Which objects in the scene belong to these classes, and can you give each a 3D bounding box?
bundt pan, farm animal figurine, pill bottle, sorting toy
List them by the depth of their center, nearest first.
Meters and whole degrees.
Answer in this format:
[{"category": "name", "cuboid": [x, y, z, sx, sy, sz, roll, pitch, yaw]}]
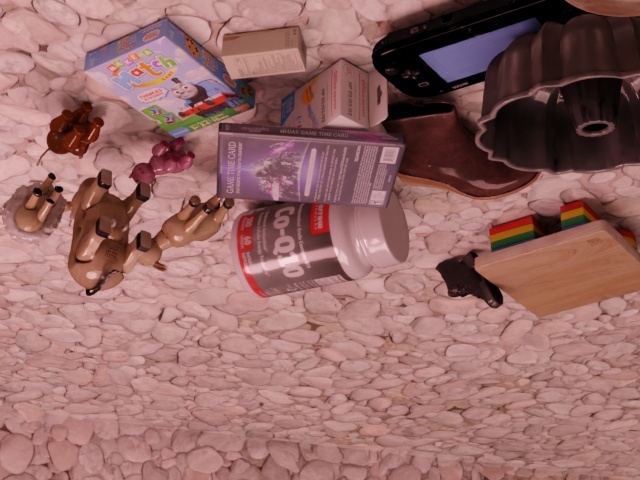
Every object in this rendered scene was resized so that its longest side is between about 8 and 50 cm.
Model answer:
[{"category": "bundt pan", "cuboid": [0.371, -0.208, 1.667, 0.330, 0.124, 0.331, -2, 161, -1]}, {"category": "farm animal figurine", "cuboid": [-0.322, -0.037, 1.921, 0.330, 0.327, 0.172, 32, 130, -16]}, {"category": "pill bottle", "cuboid": [0.000, 0.000, 2.126, 0.283, 0.161, 0.161, -13, 148, 23]}, {"category": "sorting toy", "cuboid": [0.456, 0.029, 2.236, 0.257, 0.089, 0.255, -19, 146, 31]}]

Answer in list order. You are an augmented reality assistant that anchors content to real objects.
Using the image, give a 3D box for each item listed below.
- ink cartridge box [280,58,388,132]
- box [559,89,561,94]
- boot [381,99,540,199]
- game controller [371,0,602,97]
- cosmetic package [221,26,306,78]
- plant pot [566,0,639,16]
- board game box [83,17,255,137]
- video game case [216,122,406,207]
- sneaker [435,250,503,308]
[{"category": "ink cartridge box", "cuboid": [0.018, -0.198, 1.821, 0.061, 0.104, 0.181, 22, 144, -35]}, {"category": "box", "cuboid": [0.387, -0.214, 1.847, 0.225, 0.036, 0.136, -19, 145, 30]}, {"category": "boot", "cuboid": [0.223, -0.148, 1.919, 0.248, 0.090, 0.207, -1, 154, 11]}, {"category": "game controller", "cuboid": [0.237, -0.277, 1.707, 0.319, 0.067, 0.166, -14, 148, 27]}, {"category": "cosmetic package", "cuboid": [-0.081, -0.271, 1.756, 0.115, 0.041, 0.060, -4, 151, 10]}, {"category": "plant pot", "cuboid": [0.318, -0.401, 1.259, 0.323, 0.280, 0.323, 2, 150, 1]}, {"category": "board game box", "cuboid": [-0.225, -0.239, 1.824, 0.160, 0.039, 0.211, -17, 146, 31]}, {"category": "video game case", "cuboid": [-0.020, -0.112, 1.845, 0.274, 0.026, 0.196, 4, 153, -4]}, {"category": "sneaker", "cuboid": [0.281, 0.086, 2.299, 0.051, 0.170, 0.089, 28, 117, -39]}]
